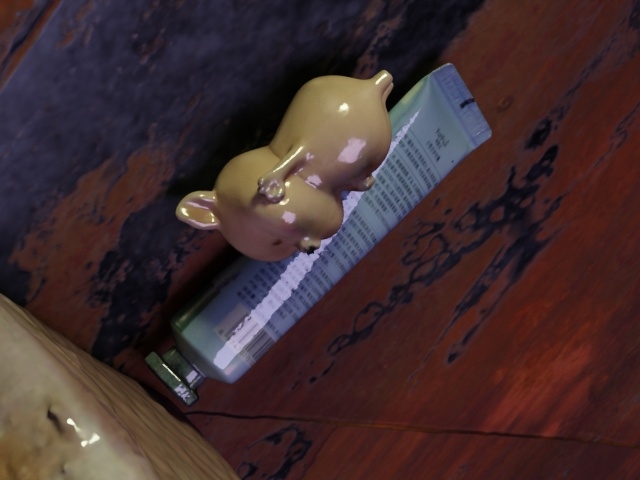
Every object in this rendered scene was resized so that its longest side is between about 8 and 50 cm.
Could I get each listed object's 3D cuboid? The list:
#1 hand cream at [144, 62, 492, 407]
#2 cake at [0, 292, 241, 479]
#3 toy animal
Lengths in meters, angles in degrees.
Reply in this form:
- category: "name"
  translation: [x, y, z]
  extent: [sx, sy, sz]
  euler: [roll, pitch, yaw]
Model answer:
- category: "hand cream"
  translation: [0.000, 0.000, 1.191]
  extent: [0.271, 0.058, 0.091]
  euler: [-44, 141, -4]
- category: "cake"
  translation: [-0.160, 0.201, 1.090]
  extent: [0.237, 0.230, 0.309]
  euler: [-42, 148, 3]
- category: "toy animal"
  translation: [-0.009, -0.044, 1.112]
  extent: [0.150, 0.089, 0.083]
  euler: [-42, 128, 5]
